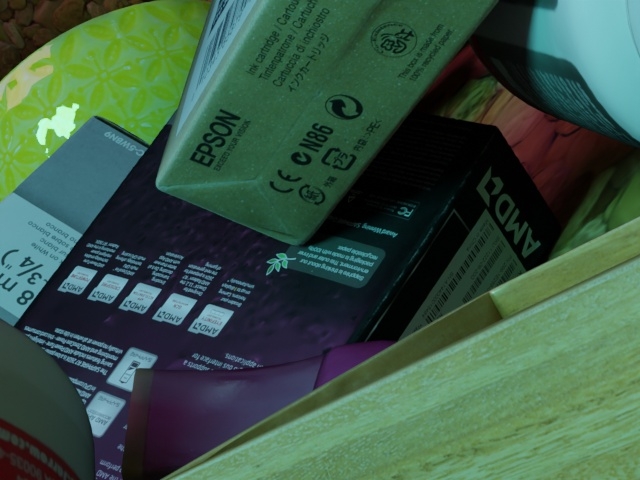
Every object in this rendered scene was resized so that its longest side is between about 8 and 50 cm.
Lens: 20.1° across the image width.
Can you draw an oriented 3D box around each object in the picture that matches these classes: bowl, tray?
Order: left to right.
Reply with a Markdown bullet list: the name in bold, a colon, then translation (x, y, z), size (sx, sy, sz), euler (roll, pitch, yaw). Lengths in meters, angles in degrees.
- **bowl**: translation (-0.123, -0.026, 1.384), size (0.289, 0.289, 0.156), euler (-46, 57, 18)
- **tray**: translation (0.141, 0.009, 0.477), size (0.203, 0.076, 0.411), euler (-26, -3, -45)

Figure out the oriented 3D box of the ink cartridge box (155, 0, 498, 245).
- **ink cartridge box**: translation (0.016, -0.139, 0.843), size (0.234, 0.088, 0.193), euler (128, 159, -52)

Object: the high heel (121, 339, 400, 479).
- **high heel**: translation (0.017, 0.181, 0.632), size (0.127, 0.181, 0.377), euler (91, 178, -49)

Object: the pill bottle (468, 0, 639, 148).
- **pill bottle**: translation (0.163, -0.114, 0.762), size (0.161, 0.161, 0.283), euler (-50, 14, 2)

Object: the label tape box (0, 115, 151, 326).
- **label tape box**: translation (-0.207, 0.113, 1.156), size (0.333, 0.106, 0.240), euler (-48, -21, -32)

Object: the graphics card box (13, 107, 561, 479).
- **graphics card box**: translation (-0.068, 0.088, 0.925), size (0.233, 0.094, 0.371), euler (13, 62, 44)

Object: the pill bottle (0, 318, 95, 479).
- **pill bottle**: translation (-0.188, 0.229, 0.588), size (0.229, 0.229, 0.407), euler (-39, 41, 38)
